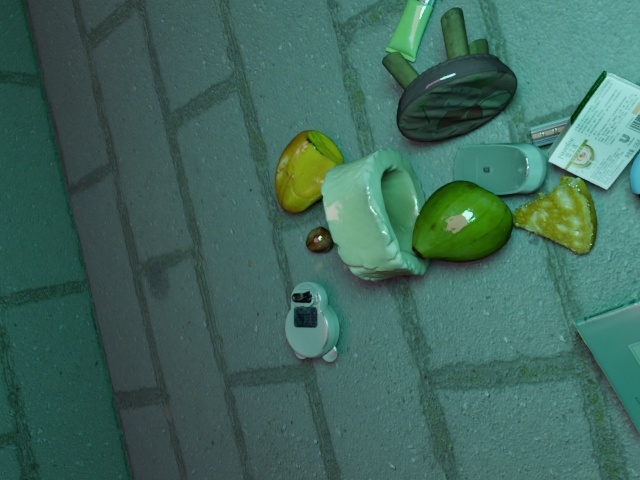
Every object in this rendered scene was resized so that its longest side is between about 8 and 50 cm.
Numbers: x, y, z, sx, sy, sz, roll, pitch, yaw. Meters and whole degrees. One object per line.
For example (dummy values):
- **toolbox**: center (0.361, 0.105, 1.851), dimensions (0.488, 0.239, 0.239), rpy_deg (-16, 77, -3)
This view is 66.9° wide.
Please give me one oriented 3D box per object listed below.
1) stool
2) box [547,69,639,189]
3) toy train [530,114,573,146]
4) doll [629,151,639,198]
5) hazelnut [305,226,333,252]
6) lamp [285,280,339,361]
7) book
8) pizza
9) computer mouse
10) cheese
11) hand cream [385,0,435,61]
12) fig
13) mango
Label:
- **stool**: center (0.291, -0.368, 1.116), dimensions (0.272, 0.272, 0.178), rpy_deg (-27, 66, 34)
- **box**: center (0.580, -0.224, 0.987), dimensions (0.135, 0.081, 0.199), rpy_deg (29, 123, 8)
- **toy train**: center (0.588, -0.260, 1.039), dimensions (0.252, 0.048, 0.055), rpy_deg (-13, 91, 35)
- **doll**: center (0.710, -0.082, 0.922), dimensions (0.177, 0.141, 0.313), rpy_deg (-21, 90, 22)
- **hazelnut**: center (0.000, 0.000, 1.467), dimensions (0.086, 0.086, 0.086), rpy_deg (5, 99, 34)
- **lamp**: center (-0.022, 0.245, 1.488), dimensions (0.180, 0.108, 0.245), rpy_deg (-4, 92, 31)
- **book**: center (0.730, 0.202, 0.912), dimensions (0.379, 0.031, 0.264), rpy_deg (-30, 83, 32)
- **pizza**: center (0.519, -0.059, 1.102), dimensions (0.199, 0.062, 0.188), rpy_deg (5, 122, 42)
- **computer mouse**: center (0.422, -0.169, 1.153), dimensions (0.231, 0.079, 0.127), rpy_deg (14, 106, 48)
- **cheese**: center (0.150, -0.051, 1.221), dimensions (0.153, 0.292, 0.331), rpy_deg (-16, 94, 35)
- **hand cream**: center (0.239, -0.562, 1.248), dimensions (0.095, 0.046, 0.174), rpy_deg (34, 120, 26)
- **fig**: center (0.324, -0.025, 1.140), dimensions (0.225, 0.203, 0.203), rpy_deg (-40, 70, -2)
- **mango**: center (-0.052, -0.195, 1.441), dimensions (0.187, 0.138, 0.257), rpy_deg (48, 125, 0)
